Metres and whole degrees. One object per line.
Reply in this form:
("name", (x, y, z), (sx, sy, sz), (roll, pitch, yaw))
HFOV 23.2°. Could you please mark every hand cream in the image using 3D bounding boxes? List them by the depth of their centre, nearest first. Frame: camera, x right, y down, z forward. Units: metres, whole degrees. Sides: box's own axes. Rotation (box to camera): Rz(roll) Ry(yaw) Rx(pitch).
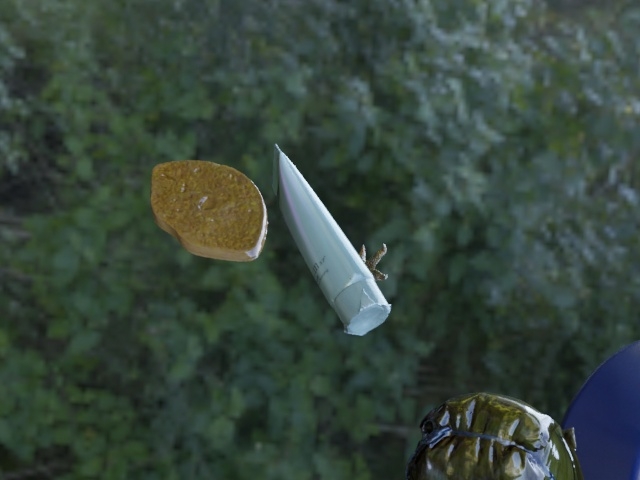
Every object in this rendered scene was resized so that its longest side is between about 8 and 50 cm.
("hand cream", (0.000, 0.000, 1.518), (0.205, 0.050, 0.078), (58, -18, 29))

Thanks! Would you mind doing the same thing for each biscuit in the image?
("biscuit", (-0.152, -0.045, 2.155), (0.142, 0.221, 0.029), (-39, 147, -25))

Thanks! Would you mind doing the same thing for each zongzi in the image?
("zongzi", (0.129, 0.282, 1.288), (0.286, 0.138, 0.300), (40, 64, -73))

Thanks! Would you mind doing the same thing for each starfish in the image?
("starfish", (0.049, 0.041, 1.824), (0.092, 0.016, 0.086), (-52, -156, 16))

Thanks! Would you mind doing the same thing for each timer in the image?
("timer", (0.431, 0.254, 1.498), (0.383, 0.270, 0.270), (-162, -105, -63))
